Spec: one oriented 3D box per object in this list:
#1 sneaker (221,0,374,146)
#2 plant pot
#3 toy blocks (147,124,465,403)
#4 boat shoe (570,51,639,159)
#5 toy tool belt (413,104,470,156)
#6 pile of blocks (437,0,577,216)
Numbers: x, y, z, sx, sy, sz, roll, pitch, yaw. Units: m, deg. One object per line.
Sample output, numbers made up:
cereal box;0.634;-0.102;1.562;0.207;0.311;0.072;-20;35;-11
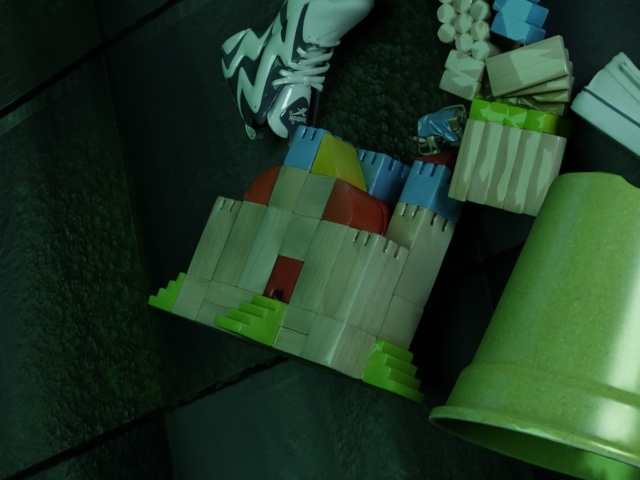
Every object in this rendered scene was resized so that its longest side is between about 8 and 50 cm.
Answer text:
sneaker;-0.018;-0.189;1.977;0.235;0.094;0.153;-23;69;37
plant pot;0.266;0.083;1.589;0.276;0.276;0.254;8;76;42
toy blocks;0.000;0.000;1.886;0.381;0.191;0.261;14;81;50
boat shoe;0.354;-0.093;1.634;0.088;0.096;0.267;-55;47;6
toy tool belt;0.126;-0.119;1.863;0.083;0.051;0.052;-12;74;40
pile of blocks;0.198;-0.194;1.784;0.149;0.113;0.362;-13;82;30
